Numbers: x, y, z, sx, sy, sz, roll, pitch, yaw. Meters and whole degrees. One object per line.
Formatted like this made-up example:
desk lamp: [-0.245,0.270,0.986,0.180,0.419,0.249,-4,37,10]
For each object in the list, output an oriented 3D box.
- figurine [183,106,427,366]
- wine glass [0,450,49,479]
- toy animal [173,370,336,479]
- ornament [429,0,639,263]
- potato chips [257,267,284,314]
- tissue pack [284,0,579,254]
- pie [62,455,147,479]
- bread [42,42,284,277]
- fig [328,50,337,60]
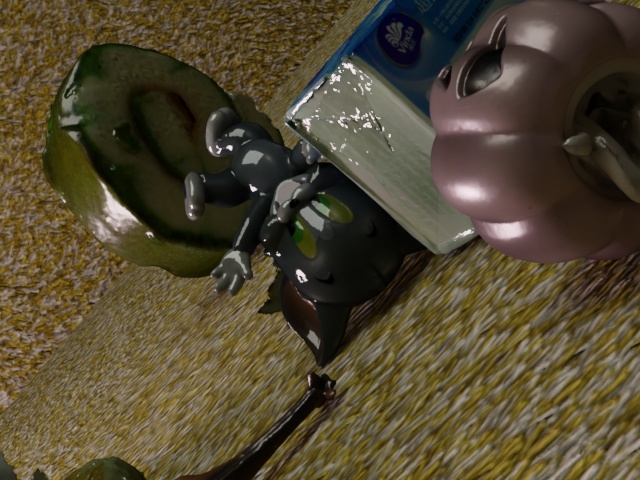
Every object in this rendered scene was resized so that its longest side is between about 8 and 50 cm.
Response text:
figurine: [-0.032,-0.020,1.300,0.193,0.140,0.265,-51,45,-5]
wine glass: [-0.342,0.299,1.343,0.079,0.079,0.195,-37,17,42]
toy animal: [-0.092,0.215,1.138,0.229,0.066,0.224,-52,-12,30]
ornament: [0.162,-0.070,0.874,0.177,0.177,0.177,-45,11,11]
potato chips: [0.000,0.000,1.506,0.209,0.026,0.142,-56,-15,-3]
tissue pack: [0.127,-0.149,1.216,0.263,0.198,0.146,-54,10,-34]
pie: [-0.288,0.342,1.387,0.296,0.078,0.371,-50,13,-11]
bread: [-0.216,-0.129,2.015,0.382,0.366,0.129,-27,-9,-48]
fig: [0.071,-0.197,1.794,0.165,0.144,0.154,-55,-26,-73]
